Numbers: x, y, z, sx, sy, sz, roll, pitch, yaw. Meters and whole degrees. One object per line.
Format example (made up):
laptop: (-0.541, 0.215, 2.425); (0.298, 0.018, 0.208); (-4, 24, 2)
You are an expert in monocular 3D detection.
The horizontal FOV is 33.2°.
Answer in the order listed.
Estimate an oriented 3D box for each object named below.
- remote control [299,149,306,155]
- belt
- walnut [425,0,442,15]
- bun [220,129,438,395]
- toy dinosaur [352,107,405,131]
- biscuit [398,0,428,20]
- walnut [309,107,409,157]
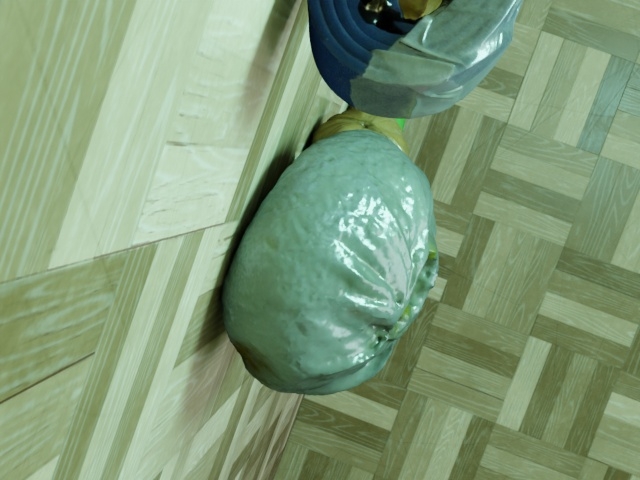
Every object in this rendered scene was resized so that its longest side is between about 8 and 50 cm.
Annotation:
remote control: (-0.036, -0.061, 1.495); (0.162, 0.029, 0.061); (111, 4, -58)
belt: (0.104, -0.293, 1.035); (0.117, 0.213, 0.346); (92, 15, -79)
walnut: (0.224, -0.395, 2.106); (0.221, 0.195, 0.195); (116, 0, -45)
bun: (0.026, 0.037, 1.345); (0.362, 0.211, 0.362); (-50, 159, -27)
toy dinosaur: (0.092, -0.180, 1.798); (0.500, 0.144, 0.374); (-70, 173, -63)
biscuit: (0.137, -0.413, 1.443); (0.326, 0.107, 0.325); (-155, -90, -88)
walnut: (0.052, -0.102, 1.559); (0.184, 0.156, 0.155); (102, 10, -50)
